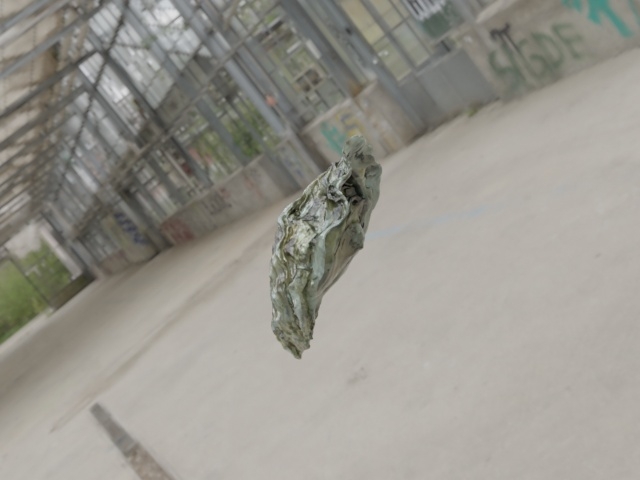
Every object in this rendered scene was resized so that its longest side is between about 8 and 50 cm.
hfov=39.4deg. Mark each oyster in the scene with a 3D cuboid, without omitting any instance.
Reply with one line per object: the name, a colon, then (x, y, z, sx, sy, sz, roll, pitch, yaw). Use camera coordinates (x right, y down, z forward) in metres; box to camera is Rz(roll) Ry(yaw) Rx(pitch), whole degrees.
oyster: (0.000, 0.000, 0.455, 0.100, 0.037, 0.098, -62, -17, -21)
